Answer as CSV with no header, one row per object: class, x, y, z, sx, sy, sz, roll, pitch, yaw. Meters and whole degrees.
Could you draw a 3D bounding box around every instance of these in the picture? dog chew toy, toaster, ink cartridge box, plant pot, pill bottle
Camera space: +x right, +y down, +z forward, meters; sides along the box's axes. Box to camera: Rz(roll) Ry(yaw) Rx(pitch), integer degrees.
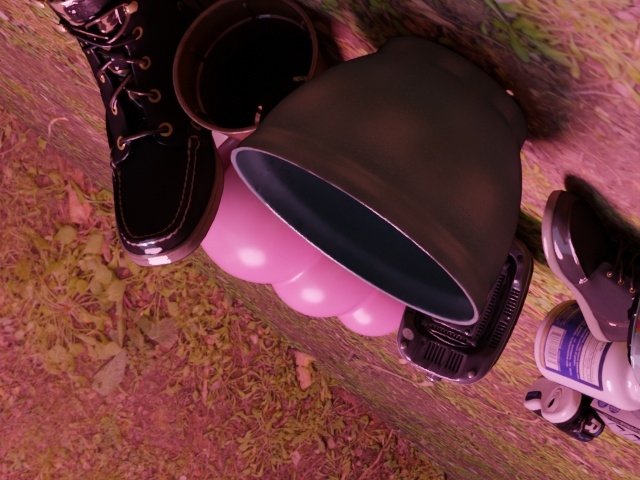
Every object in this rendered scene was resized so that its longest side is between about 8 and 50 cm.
dog chew toy,0.000,0.000,1.714,0.332,0.206,0.206,38,168,-20
toaster,0.186,0.066,1.674,0.129,0.227,0.146,21,-178,13
ink cartridge box,0.505,0.283,1.998,0.207,0.046,0.097,23,164,44
plant pot,-0.056,-0.167,1.526,0.167,0.167,0.165,29,174,25
plant pot,0.086,-0.078,1.365,0.293,0.196,0.293,34,169,8
pill bottle,0.366,0.147,1.684,0.187,0.112,0.112,20,161,51

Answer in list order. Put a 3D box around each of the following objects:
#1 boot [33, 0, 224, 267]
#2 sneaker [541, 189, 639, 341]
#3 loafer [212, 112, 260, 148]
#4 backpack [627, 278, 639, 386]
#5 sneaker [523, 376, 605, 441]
boot,-0.216,-0.187,1.523,0.138,0.377,0.284,-9,143,18
sneaker,0.324,0.025,1.457,0.118,0.083,0.222,-1,140,39
loafer,-0.095,-0.106,1.956,0.319,0.111,0.112,40,167,-22
backpack,0.373,0.089,1.315,0.144,0.166,0.188,11,158,36
sneaker,0.410,0.272,2.166,0.121,0.079,0.217,33,177,-5
